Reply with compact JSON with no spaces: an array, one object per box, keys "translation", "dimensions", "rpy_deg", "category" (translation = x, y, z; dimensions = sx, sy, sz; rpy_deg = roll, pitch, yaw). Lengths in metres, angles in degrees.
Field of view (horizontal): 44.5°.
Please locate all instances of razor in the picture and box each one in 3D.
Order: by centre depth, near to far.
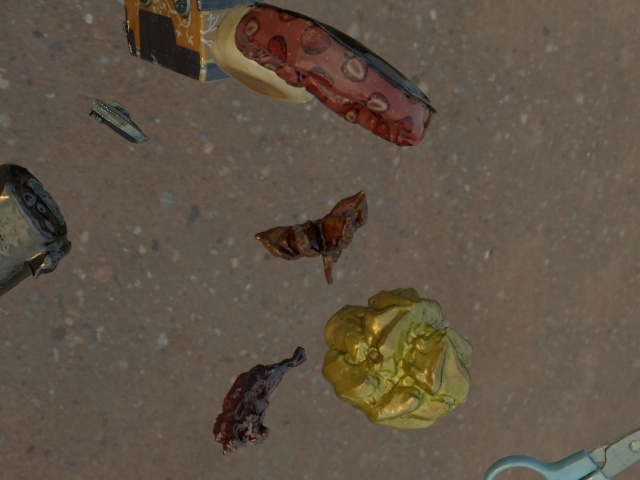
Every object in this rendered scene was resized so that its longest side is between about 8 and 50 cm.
[{"translation":[-0.547,0.025,1.180],"dimensions":[0.326,0.107,0.189],"rpy_deg":[-29,111,6],"category":"razor"}]

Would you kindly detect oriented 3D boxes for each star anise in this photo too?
[{"translation":[0.002,-0.006,1.348],"dimensions":[0.196,0.111,0.212],"rpy_deg":[-42,151,29],"category":"star anise"}]

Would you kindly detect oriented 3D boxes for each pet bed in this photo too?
[{"translation":[0.011,-0.152,0.712],"dimensions":[0.201,0.201,0.053],"rpy_deg":[28,94,-49],"category":"pet bed"}]

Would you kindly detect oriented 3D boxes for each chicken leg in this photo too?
[{"translation":[-0.099,0.246,1.229],"dimensions":[0.048,0.089,0.219],"rpy_deg":[103,13,-48],"category":"chicken leg"}]

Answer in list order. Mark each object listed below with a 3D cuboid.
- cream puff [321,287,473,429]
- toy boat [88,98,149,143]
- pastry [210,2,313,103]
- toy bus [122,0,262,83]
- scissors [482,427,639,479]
[{"translation":[0.108,0.155,1.082],"dimensions":[0.195,0.221,0.195],"rpy_deg":[-47,159,-25],"category":"cream puff"},{"translation":[-0.436,-0.258,1.719],"dimensions":[0.060,0.141,0.055],"rpy_deg":[-55,-179,-10],"category":"toy boat"},{"translation":[-0.067,-0.242,1.020],"dimensions":[0.156,0.156,0.092],"rpy_deg":[31,90,-49],"category":"pastry"},{"translation":[-0.271,-0.448,1.620],"dimensions":[0.161,0.323,0.194],"rpy_deg":[-20,122,-35],"category":"toy bus"},{"translation":[0.475,0.350,1.264],"dimensions":[0.447,0.192,0.029],"rpy_deg":[-39,-172,21],"category":"scissors"}]
